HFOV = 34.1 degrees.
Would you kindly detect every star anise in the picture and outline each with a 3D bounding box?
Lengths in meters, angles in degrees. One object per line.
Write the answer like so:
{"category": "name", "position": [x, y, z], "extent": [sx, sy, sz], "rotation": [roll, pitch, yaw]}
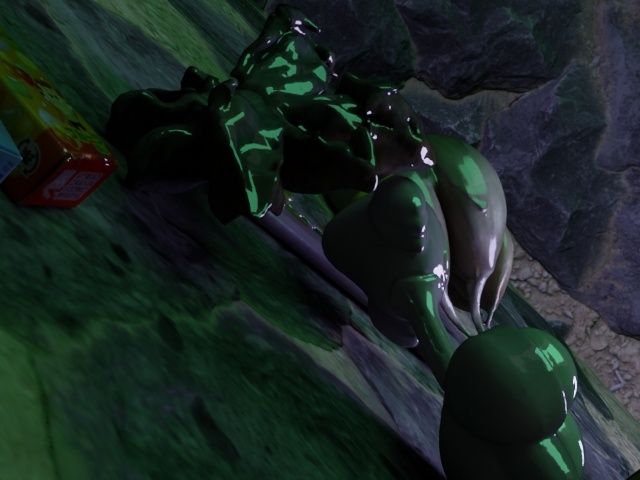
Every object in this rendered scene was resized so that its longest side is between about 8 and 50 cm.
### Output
{"category": "star anise", "position": [-0.034, -0.086, 0.710], "extent": [0.198, 0.111, 0.257], "rotation": [25, 31, 30]}

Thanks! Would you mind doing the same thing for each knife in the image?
{"category": "knife", "position": [0.001, 0.000, 0.917], "extent": [0.398, 0.038, 0.132], "rotation": [41, 14, -33]}

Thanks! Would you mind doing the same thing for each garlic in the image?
{"category": "garlic", "position": [0.123, -0.014, 1.289], "extent": [0.292, 0.210, 0.238], "rotation": [50, -24, 44]}

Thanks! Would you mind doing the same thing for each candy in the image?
{"category": "candy", "position": [-0.160, -0.071, 0.521], "extent": [0.122, 0.038, 0.062], "rotation": [48, 10, 8]}

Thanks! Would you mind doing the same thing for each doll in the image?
{"category": "doll", "position": [0.091, 0.065, 0.753], "extent": [0.160, 0.094, 0.365], "rotation": [89, -24, -42]}

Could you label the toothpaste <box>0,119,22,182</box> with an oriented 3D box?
{"category": "toothpaste", "position": [-0.180, -0.092, 0.428], "extent": [0.193, 0.070, 0.044], "rotation": [53, 13, 31]}

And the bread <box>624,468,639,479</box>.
{"category": "bread", "position": [0.221, 0.179, 0.312], "extent": [0.333, 0.323, 0.143], "rotation": [52, 10, 19]}
